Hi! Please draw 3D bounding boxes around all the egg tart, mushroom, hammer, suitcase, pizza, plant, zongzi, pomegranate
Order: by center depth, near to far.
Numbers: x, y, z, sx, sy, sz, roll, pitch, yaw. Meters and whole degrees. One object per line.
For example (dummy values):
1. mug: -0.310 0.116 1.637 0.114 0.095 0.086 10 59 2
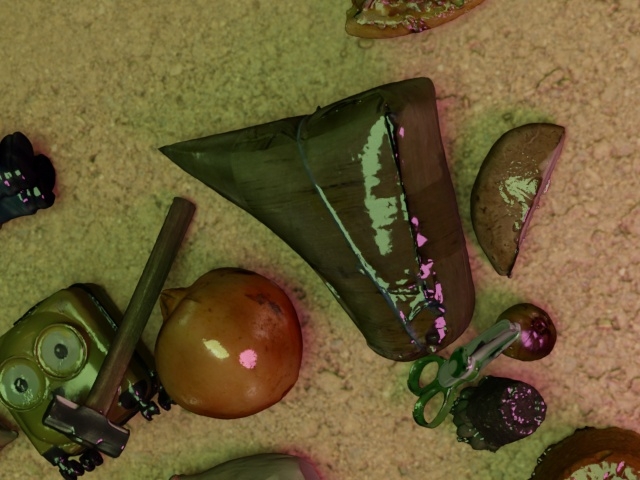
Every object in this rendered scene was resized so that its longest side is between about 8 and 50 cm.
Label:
1. egg tart: 0.363 0.338 1.708 0.215 0.171 0.215 -2 80 9
2. pizza: 0.151 -0.363 1.737 0.305 0.085 0.161 -36 85 14
3. mushroom: 0.244 -0.061 1.750 0.094 0.072 0.210 27 102 20
4. plant: 0.226 0.222 1.752 0.094 0.143 0.092 41 65 -7
5. zongzi: 0.000 0.000 1.778 0.392 0.174 0.356 -11 99 25
6. pomegranate: -0.120 0.137 1.799 0.209 0.209 0.209 1 96 14
7. hammer: -0.251 0.104 1.820 0.111 0.043 0.365 27 67 -15
8. mushroom: -0.092 0.346 1.861 0.246 0.096 0.108 -5 64 23
9. suitcase: -0.343 0.190 1.886 0.194 0.143 0.235 -39 85 14

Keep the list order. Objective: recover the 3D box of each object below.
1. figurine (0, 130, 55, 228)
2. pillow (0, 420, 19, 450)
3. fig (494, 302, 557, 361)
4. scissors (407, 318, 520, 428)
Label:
1. figurine: -0.544 -0.036 1.898 0.332 0.185 0.205 -4 59 19
2. pillow: -0.585 0.297 1.989 0.223 0.084 0.236 42 107 6
3. fig: 0.258 0.124 1.765 0.082 0.084 0.098 54 146 -3
4. scissors: 0.184 0.159 1.751 0.204 0.027 0.101 -44 41 37
